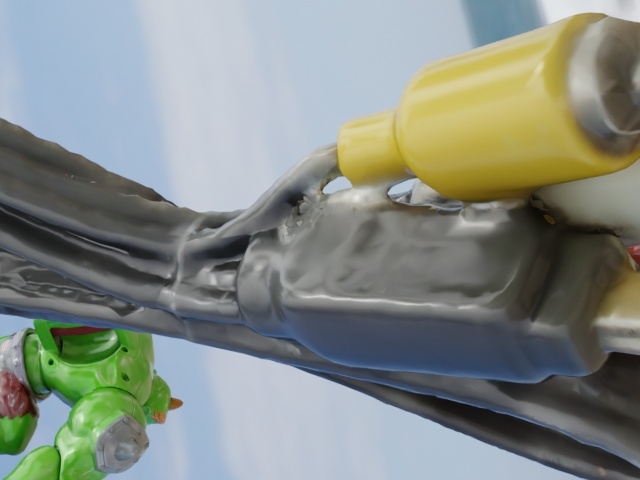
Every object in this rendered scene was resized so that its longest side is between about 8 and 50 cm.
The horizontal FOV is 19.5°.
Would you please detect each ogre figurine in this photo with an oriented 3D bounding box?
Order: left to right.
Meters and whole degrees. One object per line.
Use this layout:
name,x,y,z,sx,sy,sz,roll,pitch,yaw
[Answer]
ogre figurine,-0.141,0.075,0.977,0.197,0.118,0.097,-73,-37,-62

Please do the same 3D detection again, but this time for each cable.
cable,0.000,0.000,0.465,0.139,0.287,0.072,50,-122,-42
